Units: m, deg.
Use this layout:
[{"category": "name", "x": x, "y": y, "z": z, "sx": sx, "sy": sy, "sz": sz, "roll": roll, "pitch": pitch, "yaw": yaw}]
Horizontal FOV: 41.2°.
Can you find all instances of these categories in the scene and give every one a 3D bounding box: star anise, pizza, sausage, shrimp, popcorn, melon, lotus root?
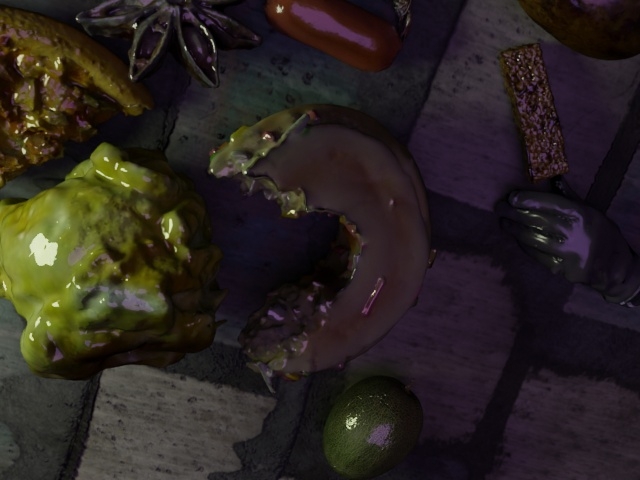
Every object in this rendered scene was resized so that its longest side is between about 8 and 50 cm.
[{"category": "star anise", "x": -0.188, "y": -0.297, "z": 1.082, "sx": 0.223, "sy": 0.109, "sz": 0.236, "roll": -43, "pitch": 97, "yaw": -14}, {"category": "pizza", "x": -0.387, "y": -0.215, "z": 1.072, "sx": 0.258, "sy": 0.087, "sz": 0.268, "roll": -30, "pitch": 124, "yaw": 1}, {"category": "sausage", "x": 0.018, "y": -0.284, "z": 1.130, "sx": 0.194, "sy": 0.077, "sz": 0.077, "roll": 24, "pitch": 106, "yaw": -12}, {"category": "shrimp", "x": 0.113, "y": -0.310, "z": 1.148, "sx": 0.029, "sy": 0.038, "sz": 0.092, "roll": -4, "pitch": 111, "yaw": -4}, {"category": "popcorn", "x": -0.264, "y": 0.022, "z": 1.098, "sx": 0.312, "sy": 0.312, "sz": 0.312, "roll": -2, "pitch": 111, "yaw": -6}, {"category": "melon", "x": 0.084, "y": 0.286, "z": 1.322, "sx": 0.139, "sy": 0.139, "sz": 0.192, "roll": 36, "pitch": 102, "yaw": -18}, {"category": "lotus root", "x": 0.355, "y": -0.336, "z": 1.112, "sx": 0.314, "sy": 0.141, "sz": 0.169, "roll": 23, "pitch": 102, "yaw": -14}]

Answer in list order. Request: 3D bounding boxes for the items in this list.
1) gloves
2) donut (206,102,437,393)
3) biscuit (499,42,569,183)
[{"category": "gloves", "x": 0.391, "y": 0.001, "z": 1.278, "sx": 0.286, "sy": 0.119, "sz": 0.142, "roll": 28, "pitch": 74, "yaw": -13}, {"category": "donut", "x": 0.005, "y": -0.009, "z": 1.157, "sx": 0.307, "sy": 0.150, "sz": 0.370, "roll": -18, "pitch": 113, "yaw": -22}, {"category": "biscuit", "x": 0.305, "y": -0.180, "z": 1.213, "sx": 0.064, "sy": 0.034, "sz": 0.199, "roll": -17, "pitch": 105, "yaw": -1}]
